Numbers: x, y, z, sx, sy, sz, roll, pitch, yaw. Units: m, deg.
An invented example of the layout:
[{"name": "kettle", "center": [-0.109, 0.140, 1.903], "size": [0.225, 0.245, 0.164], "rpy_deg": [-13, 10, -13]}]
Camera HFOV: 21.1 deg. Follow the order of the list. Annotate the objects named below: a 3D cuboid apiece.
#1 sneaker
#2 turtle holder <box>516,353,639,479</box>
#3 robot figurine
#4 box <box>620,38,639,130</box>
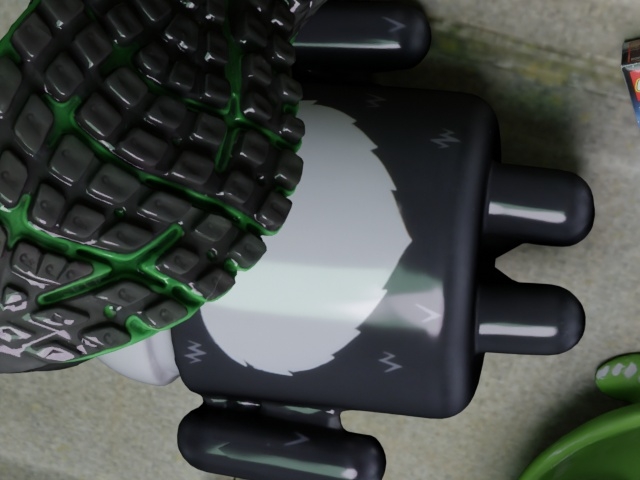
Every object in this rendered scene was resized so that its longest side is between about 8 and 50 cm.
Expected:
[{"name": "sneaker", "center": [-0.081, -0.063, 0.765], "size": [0.134, 0.343, 0.146], "rpy_deg": [41, 133, -15]}, {"name": "turtle holder", "center": [0.234, 0.211, 0.952], "size": [0.320, 0.227, 0.243], "rpy_deg": [-25, 115, 28]}, {"name": "robot figurine", "center": [-0.001, 0.002, 0.890], "size": [0.278, 0.209, 0.173], "rpy_deg": [6, 139, 10]}, {"name": "box", "center": [0.230, -0.070, 0.875], "size": [0.137, 0.027, 0.094], "rpy_deg": [-10, 123, 20]}]
